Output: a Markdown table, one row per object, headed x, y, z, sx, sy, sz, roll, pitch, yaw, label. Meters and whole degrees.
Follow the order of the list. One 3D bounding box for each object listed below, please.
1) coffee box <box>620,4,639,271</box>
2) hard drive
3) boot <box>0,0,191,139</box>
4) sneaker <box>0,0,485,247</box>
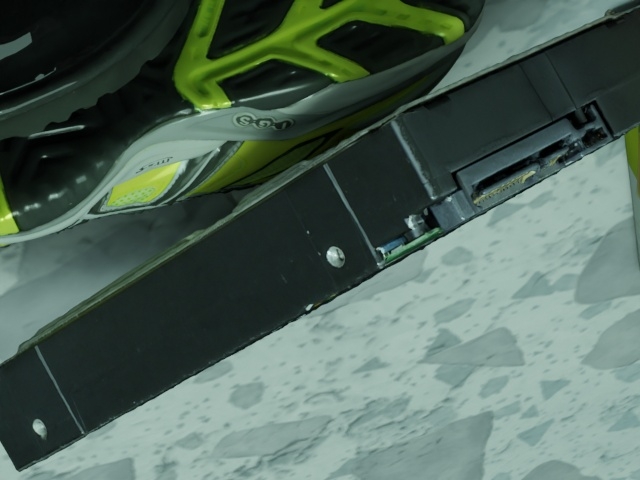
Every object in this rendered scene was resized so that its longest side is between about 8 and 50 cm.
| x | y | z | sx | sy | sz | roll | pitch | yaw | label |
| --- | --- | --- | --- | --- | --- | --- | --- | --- | --- |
| 0.407 | 0.014 | 1.157 | 0.338 | 0.338 | 0.334 | -23 | 148 | -2 | coffee box |
| 0.000 | 0.000 | 0.991 | 0.339 | 0.064 | 0.237 | -30 | 178 | 42 | hard drive |
| -0.219 | -0.141 | 0.728 | 0.348 | 0.131 | 0.260 | -15 | 148 | -12 | boot |
| -0.105 | -0.058 | 0.922 | 0.384 | 0.145 | 0.147 | -13 | 159 | -4 | sneaker |
